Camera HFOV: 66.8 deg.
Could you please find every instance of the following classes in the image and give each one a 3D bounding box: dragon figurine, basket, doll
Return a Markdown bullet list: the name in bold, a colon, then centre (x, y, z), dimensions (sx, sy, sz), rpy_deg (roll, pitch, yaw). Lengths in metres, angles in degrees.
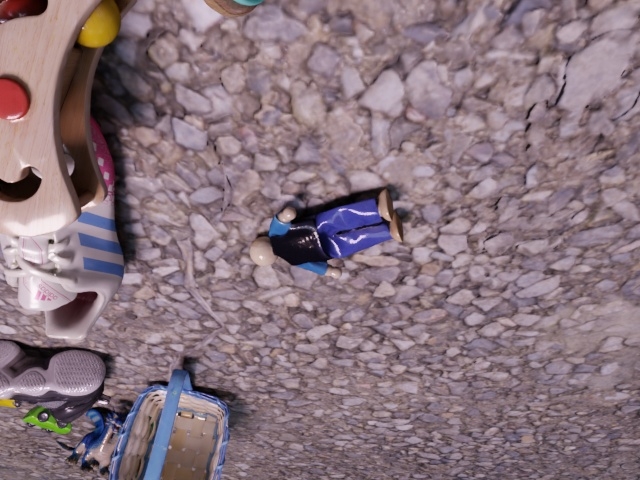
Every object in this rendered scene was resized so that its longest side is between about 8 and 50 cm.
- **dragon figurine**: centre (-0.487, 0.430, 1.078), dimensions (0.085, 0.144, 0.289), rpy_deg (34, 150, -32)
- **basket**: centre (-0.276, 0.394, 0.893), dimensions (0.200, 0.255, 0.289), rpy_deg (14, 149, -7)
- **doll**: centre (0.000, 0.000, 0.574), dimensions (0.188, 0.046, 0.129), rpy_deg (-14, 134, 20)

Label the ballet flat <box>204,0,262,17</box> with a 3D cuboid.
- **ballet flat**: centre (-0.111, -0.286, 0.226), dimensions (0.124, 0.116, 0.343), rpy_deg (12, 142, 23)

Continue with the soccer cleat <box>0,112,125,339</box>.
- **soccer cleat**: centre (-0.279, -0.016, 0.509), dimensions (0.115, 0.143, 0.331), rpy_deg (6, 138, -1)

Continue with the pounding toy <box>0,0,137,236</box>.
- **pounding toy**: centre (-0.229, -0.084, 0.343), dimensions (0.154, 0.155, 0.270), rpy_deg (32, 102, -14)

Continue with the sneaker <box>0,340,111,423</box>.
- **sneaker**: centre (-0.521, 0.267, 0.882), dimensions (0.268, 0.101, 0.153), rpy_deg (5, 136, -4)

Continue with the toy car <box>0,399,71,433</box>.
- **toy car**: centre (-0.630, 0.350, 1.027), dimensions (0.238, 0.053, 0.225), rpy_deg (-26, 131, 31)
